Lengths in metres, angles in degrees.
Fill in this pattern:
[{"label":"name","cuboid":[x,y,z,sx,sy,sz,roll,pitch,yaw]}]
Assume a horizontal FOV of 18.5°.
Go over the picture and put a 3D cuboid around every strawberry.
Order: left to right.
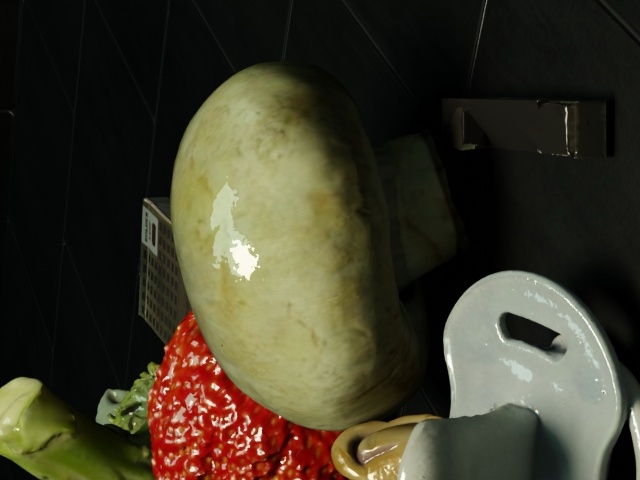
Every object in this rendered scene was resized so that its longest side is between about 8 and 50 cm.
[{"label":"strawberry","cuboid":[-0.071,0.199,2.070,0.288,0.238,0.250,-61,17,13]}]

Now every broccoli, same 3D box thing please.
[{"label":"broccoli","cuboid":[-0.219,0.254,2.327,0.353,0.397,0.275,157,134,-74]}]

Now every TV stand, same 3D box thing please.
[{"label":"TV stand","cuboid":[0.169,-0.096,1.658,0.256,0.040,0.049,-165,74,-70]}]

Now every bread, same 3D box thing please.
[{"label":"bread","cuboid":[0.100,0.261,1.752,0.081,0.134,0.225,16,-123,-69]}]

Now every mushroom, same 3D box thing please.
[{"label":"mushroom","cuboid":[0.000,0.000,1.833,0.352,0.260,0.352,-18,-90,-88]}]

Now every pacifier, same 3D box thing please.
[{"label":"pacifier","cuboid":[0.139,0.169,1.535,0.227,0.207,0.279,24,116,49]}]

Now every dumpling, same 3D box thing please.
[{"label":"dumpling","cuboid":[-0.252,0.304,2.857,0.105,0.149,0.216,-50,34,2]}]

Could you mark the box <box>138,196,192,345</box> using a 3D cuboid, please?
[{"label":"box","cuboid":[-0.186,0.064,2.687,0.325,0.047,0.180,-141,52,-66]}]
